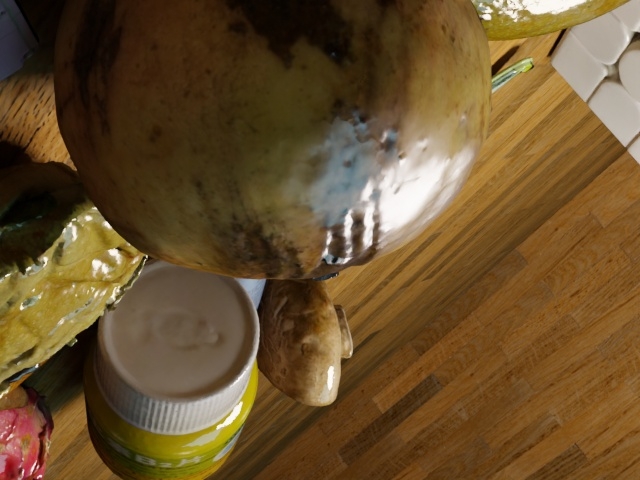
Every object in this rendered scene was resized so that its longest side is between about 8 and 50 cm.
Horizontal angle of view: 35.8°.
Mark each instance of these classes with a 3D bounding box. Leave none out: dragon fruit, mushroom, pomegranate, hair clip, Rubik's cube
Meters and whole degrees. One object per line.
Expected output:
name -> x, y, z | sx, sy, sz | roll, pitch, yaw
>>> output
dragon fruit -> -0.431, 0.282, 1.248 | 0.274, 0.126, 0.161 | -23, 160, -44
mushroom -> -0.027, 0.099, 1.455 | 0.156, 0.285, 0.151 | -2, 127, -12
pomegranate -> -0.032, -0.106, 0.695 | 0.322, 0.322, 0.322 | -34, 165, -11
hair clip -> 0.236, -0.209, 1.455 | 0.188, 0.033, 0.060 | -43, 162, 30
Rubik's cube -> 0.566, -0.300, 1.434 | 0.292, 0.290, 0.291 | -33, 164, -20

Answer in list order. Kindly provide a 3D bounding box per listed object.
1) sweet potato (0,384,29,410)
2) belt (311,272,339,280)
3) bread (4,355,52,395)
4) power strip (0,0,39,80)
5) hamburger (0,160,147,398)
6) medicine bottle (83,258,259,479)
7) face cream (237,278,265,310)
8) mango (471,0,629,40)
sweet potato -> -0.425, 0.194, 1.124 | 0.255, 0.058, 0.078 | -10, 147, -52
belt -> 0.000, 0.000, 1.418 | 0.058, 0.105, 0.140 | -47, 172, 31
bread -> -0.309, 0.094, 1.063 | 0.189, 0.077, 0.114 | -39, -175, 4
power strip -> -0.242, -0.152, 0.551 | 0.109, 0.037, 0.279 | -35, 165, -10
hamburger -> -0.290, 0.039, 0.841 | 0.285, 0.134, 0.265 | -39, 164, -18
medicine bottle -> -0.194, 0.181, 1.290 | 0.224, 0.224, 0.384 | -30, 163, -24
face cream -> -0.113, 0.051, 1.349 | 0.385, 0.086, 0.135 | 117, -7, -58
mango -> 0.237, -0.291, 0.983 | 0.329, 0.175, 0.176 | -35, 120, -6
